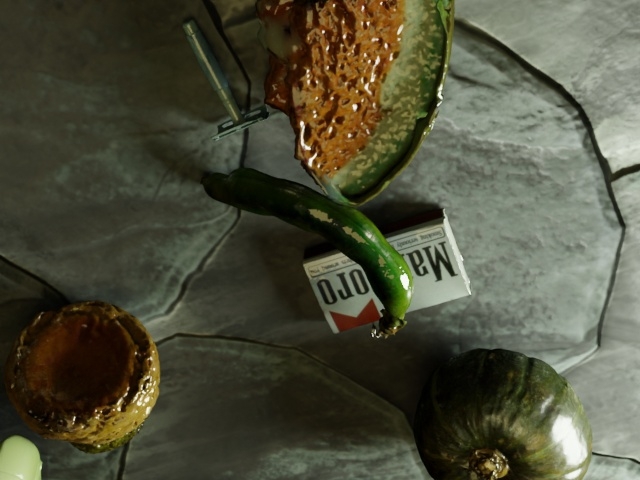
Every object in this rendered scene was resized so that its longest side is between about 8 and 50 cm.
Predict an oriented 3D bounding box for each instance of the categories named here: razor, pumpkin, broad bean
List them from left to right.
[{"bbox_3d":[-0.115,-0.179,1.488,0.068,0.040,0.135,-22,114,14],"label":"razor"},{"bbox_3d":[0.000,0.000,1.534,0.292,0.049,0.144,40,141,-7],"label":"broad bean"},{"bbox_3d":[0.222,0.233,1.662,0.224,0.157,0.223,10,126,14],"label":"pumpkin"}]

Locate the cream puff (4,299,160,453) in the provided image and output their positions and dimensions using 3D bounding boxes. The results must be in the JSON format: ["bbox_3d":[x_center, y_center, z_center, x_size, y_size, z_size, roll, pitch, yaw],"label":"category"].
[{"bbox_3d":[-0.282,0.183,1.660,0.183,0.183,0.169,1,150,1],"label":"cream puff"}]

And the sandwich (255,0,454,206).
[{"bbox_3d":[0.038,-0.180,1.444,0.212,0.109,0.292,4,120,7],"label":"sandwich"}]

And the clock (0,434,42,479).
[{"bbox_3d":[-0.510,0.303,1.721,0.308,0.096,0.235,11,148,-5],"label":"clock"}]

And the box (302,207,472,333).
[{"bbox_3d":[0.080,0.038,1.615,0.177,0.036,0.115,-18,120,12],"label":"box"}]
